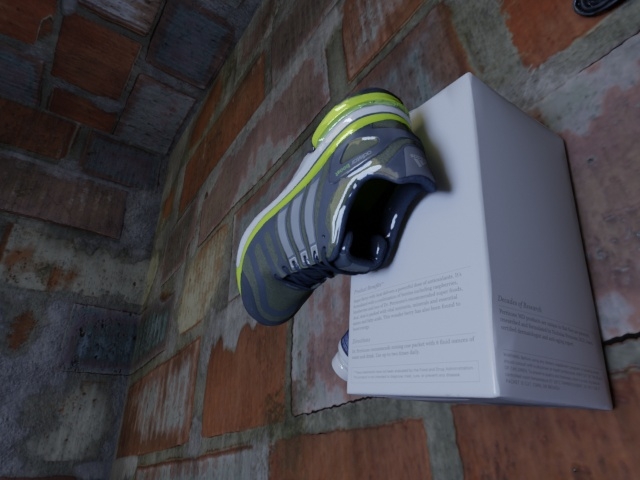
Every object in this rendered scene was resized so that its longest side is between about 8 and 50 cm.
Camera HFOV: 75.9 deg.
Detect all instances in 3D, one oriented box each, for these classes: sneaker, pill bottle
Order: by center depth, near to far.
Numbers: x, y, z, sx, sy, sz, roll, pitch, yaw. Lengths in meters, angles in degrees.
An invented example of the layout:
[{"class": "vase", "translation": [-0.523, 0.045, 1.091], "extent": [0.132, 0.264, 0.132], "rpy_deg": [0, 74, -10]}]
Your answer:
[{"class": "sneaker", "translation": [0.000, 0.000, 0.421], "extent": [0.299, 0.111, 0.121], "rpy_deg": [-57, 36, 32]}, {"class": "pill bottle", "translation": [0.068, 0.149, 0.601], "extent": [0.120, 0.067, 0.067], "rpy_deg": [-56, 35, 22]}]

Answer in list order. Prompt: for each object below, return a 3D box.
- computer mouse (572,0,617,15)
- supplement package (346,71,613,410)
[{"class": "computer mouse", "translation": [0.369, -0.393, 0.416], "extent": [0.189, 0.072, 0.271], "rpy_deg": [9, 82, 59]}, {"class": "supplement package", "translation": [0.152, 0.018, 0.438], "extent": [0.178, 0.176, 0.292], "rpy_deg": [-26, 54, 52]}]
